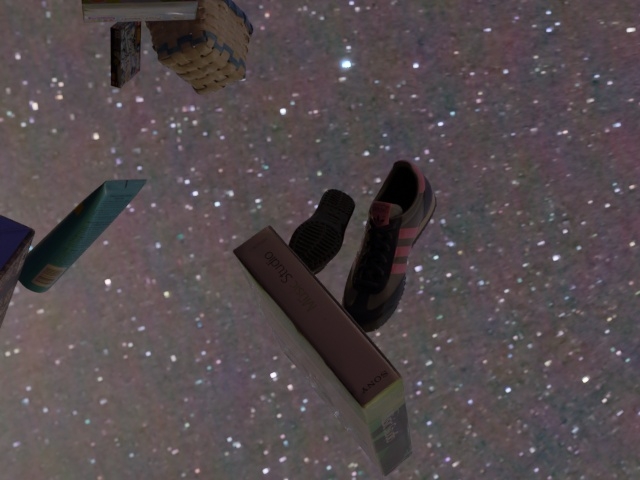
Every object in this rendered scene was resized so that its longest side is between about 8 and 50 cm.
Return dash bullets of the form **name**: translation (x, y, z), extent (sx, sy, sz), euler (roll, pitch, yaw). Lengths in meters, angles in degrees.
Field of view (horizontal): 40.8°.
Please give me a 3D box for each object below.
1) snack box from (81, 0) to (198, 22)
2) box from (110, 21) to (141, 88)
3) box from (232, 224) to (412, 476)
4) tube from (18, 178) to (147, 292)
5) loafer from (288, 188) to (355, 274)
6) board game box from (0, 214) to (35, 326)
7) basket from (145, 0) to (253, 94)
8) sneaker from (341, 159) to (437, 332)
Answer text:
- **snack box**: translation (-0.286, -0.444, 1.325), extent (0.070, 0.175, 0.207), euler (131, -47, -72)
- **box**: translation (-0.413, -0.404, 1.829), extent (0.027, 0.094, 0.137), euler (18, -51, 8)
- **box**: translation (0.013, 0.143, 1.026), extent (0.232, 0.058, 0.322), euler (48, -11, 25)
- **tube**: translation (-0.308, -0.011, 1.095), extent (0.207, 0.080, 0.052), euler (-40, -97, 23)
- **loafer**: translation (0.000, 0.000, 1.473), extent (0.080, 0.220, 0.078), euler (30, -49, 5)
- **board game box**: translation (-0.450, 0.124, 0.920), extent (0.141, 0.232, 0.291), euler (25, -60, -9)
- **basket**: translation (-0.277, -0.499, 1.934), extent (0.201, 0.255, 0.289), euler (-12, -115, 24)
- **sneaker**: translation (0.104, 0.001, 1.510), extent (0.112, 0.319, 0.131), euler (9, -27, 27)
